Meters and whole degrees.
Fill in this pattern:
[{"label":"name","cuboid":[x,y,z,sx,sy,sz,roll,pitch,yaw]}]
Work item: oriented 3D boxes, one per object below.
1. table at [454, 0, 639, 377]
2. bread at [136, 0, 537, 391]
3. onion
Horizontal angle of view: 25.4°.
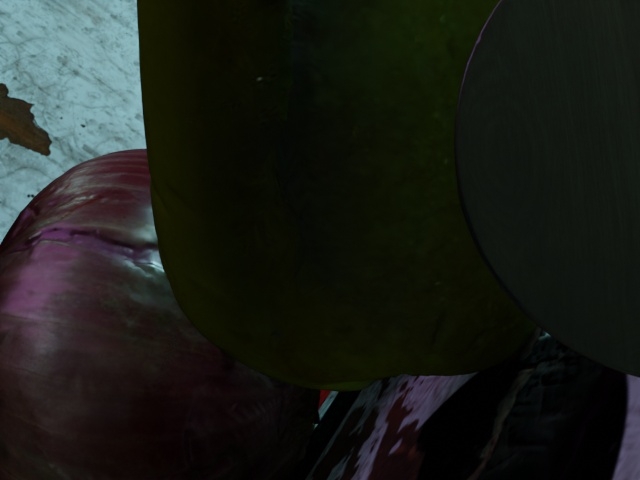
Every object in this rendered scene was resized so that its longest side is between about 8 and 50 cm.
[{"label":"table","cuboid":[0.134,-0.032,0.592,0.167,0.167,0.227,-55,-3,1]},{"label":"bread","cuboid":[0.025,-0.087,0.787,0.208,0.251,0.376,-100,10,-57]},{"label":"onion","cuboid":[-0.137,0.104,1.152,0.353,0.353,0.353,-54,6,8]}]
